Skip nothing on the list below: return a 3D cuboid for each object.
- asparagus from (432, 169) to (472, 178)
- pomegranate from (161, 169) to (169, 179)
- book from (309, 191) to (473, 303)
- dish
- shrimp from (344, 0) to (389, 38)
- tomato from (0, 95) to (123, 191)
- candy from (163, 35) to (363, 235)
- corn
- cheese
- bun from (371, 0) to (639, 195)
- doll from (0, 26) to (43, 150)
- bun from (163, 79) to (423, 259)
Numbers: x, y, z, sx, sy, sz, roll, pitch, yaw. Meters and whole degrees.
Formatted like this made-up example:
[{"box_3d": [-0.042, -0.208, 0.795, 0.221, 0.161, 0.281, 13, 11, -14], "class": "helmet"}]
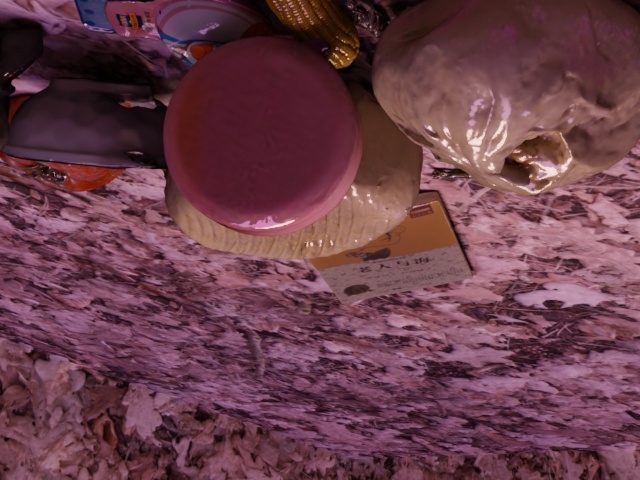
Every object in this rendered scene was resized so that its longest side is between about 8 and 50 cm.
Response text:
[{"box_3d": [0.236, -0.104, 2.033, 0.127, 0.015, 0.018, 1, 149, 24], "class": "asparagus"}, {"box_3d": [-0.185, -0.114, 2.080, 0.122, 0.143, 0.169, -39, 97, 19], "class": "pomegranate"}, {"box_3d": [0.117, 0.021, 2.328, 0.269, 0.032, 0.389, -12, 156, 12], "class": "book"}, {"box_3d": [-0.321, -0.175, 1.894, 0.303, 0.120, 0.303, 4, -173, 0], "class": "dish"}, {"box_3d": [0.056, -0.282, 1.621, 0.038, 0.029, 0.092, 8, 157, 31], "class": "shrimp"}, {"box_3d": [-0.431, -0.147, 2.139, 0.237, 0.095, 0.237, 10, 161, 3], "class": "tomato"}, {"box_3d": [-0.065, -0.133, 1.591, 0.255, 0.255, 0.094, 7, 173, 11], "class": "candy"}, {"box_3d": [-0.012, -0.279, 1.595, 0.072, 0.072, 0.203, 0, 157, 28], "class": "corn"}, {"box_3d": [-0.175, -0.277, 1.679, 0.286, 0.074, 0.189, 9, 159, 3], "class": "cheese"}, {"box_3d": [0.232, -0.171, 1.559, 0.361, 0.213, 0.361, 7, 159, 3], "class": "bun"}, {"box_3d": [-0.602, -0.231, 1.786, 0.382, 0.252, 0.378, -4, 157, 19], "class": "doll"}, {"box_3d": [-0.045, -0.106, 1.806, 0.362, 0.234, 0.326, -12, 164, 22], "class": "bun"}]
